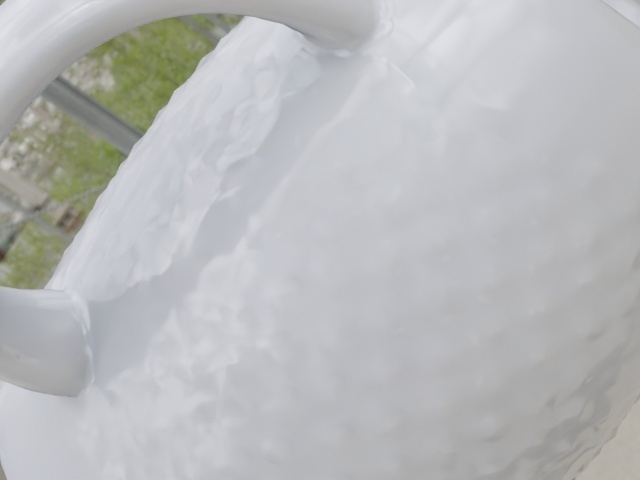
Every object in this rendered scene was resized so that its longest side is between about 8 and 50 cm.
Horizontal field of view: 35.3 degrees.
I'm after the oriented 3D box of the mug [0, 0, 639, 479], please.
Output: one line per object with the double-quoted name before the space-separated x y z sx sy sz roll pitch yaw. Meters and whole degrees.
"mug" 0.000 0.000 0.473 0.328 0.374 0.276 -53 43 23
